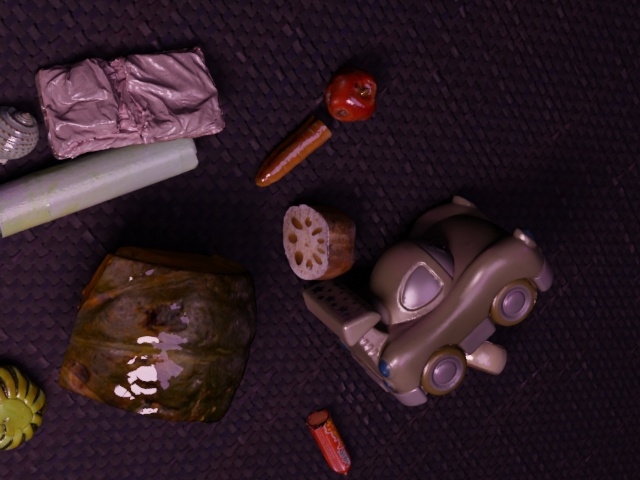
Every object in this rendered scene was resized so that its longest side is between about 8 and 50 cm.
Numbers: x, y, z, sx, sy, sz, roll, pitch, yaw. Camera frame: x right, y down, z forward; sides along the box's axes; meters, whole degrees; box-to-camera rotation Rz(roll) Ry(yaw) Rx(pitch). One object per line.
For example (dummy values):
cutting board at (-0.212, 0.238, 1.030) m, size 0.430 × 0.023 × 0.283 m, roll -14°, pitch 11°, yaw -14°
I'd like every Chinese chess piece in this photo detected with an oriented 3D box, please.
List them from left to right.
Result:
Chinese chess piece at (0.269, 0.198, 1.992) m, size 0.122 × 0.122 × 0.051 m, roll 23°, pitch 82°, yaw -34°

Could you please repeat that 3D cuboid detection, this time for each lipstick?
lipstick at (-0.315, -0.088, 1.585) m, size 0.304 × 0.076 × 0.076 m, roll -23°, pitch 118°, yaw -21°

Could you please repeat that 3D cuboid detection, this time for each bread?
bread at (-0.461, 0.246, 1.627) m, size 0.139 × 0.071 × 0.130 m, roll 44°, pitch 70°, yaw -41°

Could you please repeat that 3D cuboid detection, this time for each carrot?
carrot at (-0.049, -0.134, 1.735) m, size 0.139 × 0.048 × 0.048 m, roll -41°, pitch 123°, yaw -6°

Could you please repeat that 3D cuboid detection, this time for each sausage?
sausage at (0.021, 0.359, 1.962) m, size 0.048 × 0.050 × 0.145 m, roll -30°, pitch 122°, yaw -10°

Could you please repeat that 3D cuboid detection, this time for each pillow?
pillow at (-0.260, -0.195, 1.559) m, size 0.248 × 0.049 × 0.135 m, roll -11°, pitch 80°, yaw -24°

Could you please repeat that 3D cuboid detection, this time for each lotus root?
lotus root at (-0.002, 0.000, 1.774) m, size 0.081 × 0.112 × 0.122 m, roll -12°, pitch 105°, yaw -47°

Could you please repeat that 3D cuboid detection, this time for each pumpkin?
pumpkin at (-0.222, 0.131, 1.610) m, size 0.256 × 0.303 × 0.225 m, roll 14°, pitch 96°, yaw -5°

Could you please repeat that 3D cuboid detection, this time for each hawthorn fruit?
hawthorn fruit at (0.053, -0.222, 1.729) m, size 0.093 × 0.093 × 0.093 m, roll -11°, pitch 114°, yaw -25°

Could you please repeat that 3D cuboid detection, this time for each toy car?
toy car at (0.171, 0.070, 1.824) m, size 0.336 × 0.242 × 0.226 m, roll -45°, pitch 121°, yaw -5°

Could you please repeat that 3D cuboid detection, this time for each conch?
conch at (-0.422, -0.140, 1.520) m, size 0.076 × 0.056 × 0.085 m, roll 30°, pitch 92°, yaw -21°
